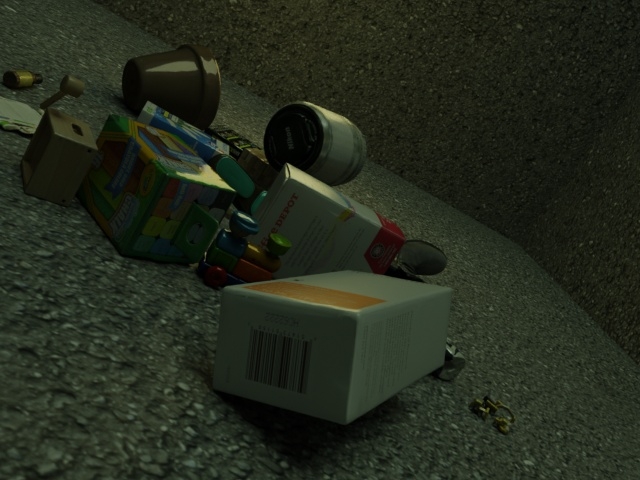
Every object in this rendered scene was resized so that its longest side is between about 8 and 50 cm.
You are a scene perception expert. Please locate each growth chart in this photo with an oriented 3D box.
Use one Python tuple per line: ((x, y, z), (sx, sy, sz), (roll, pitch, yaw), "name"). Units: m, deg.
((-0.655, -0.267, 1.505), (0.237, 0.021, 0.172), (14, 25, -49), "growth chart")

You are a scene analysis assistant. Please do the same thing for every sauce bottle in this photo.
((-0.718, -0.392, 1.718), (0.042, 0.042, 0.128), (33, 16, 2), "sauce bottle")

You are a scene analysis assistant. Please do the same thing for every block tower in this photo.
((-0.094, -0.144, 2.086), (0.335, 0.091, 0.097), (36, 17, 10), "block tower")

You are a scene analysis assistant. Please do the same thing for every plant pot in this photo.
((-0.460, -0.458, 2.118), (0.229, 0.263, 0.263), (-7, 39, -37), "plant pot")

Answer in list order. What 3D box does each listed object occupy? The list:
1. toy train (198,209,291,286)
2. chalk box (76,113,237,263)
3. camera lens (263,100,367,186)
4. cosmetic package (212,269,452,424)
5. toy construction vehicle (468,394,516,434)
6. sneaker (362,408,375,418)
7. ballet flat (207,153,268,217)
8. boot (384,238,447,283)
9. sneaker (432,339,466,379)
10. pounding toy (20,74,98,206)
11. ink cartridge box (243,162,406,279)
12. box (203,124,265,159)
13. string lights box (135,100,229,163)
((-0.101, 0.051, 1.392), (0.248, 0.143, 0.105), (27, 17, -18), "toy train")
((-0.299, -0.076, 1.327), (0.179, 0.180, 0.289), (12, 24, -51), "chalk box")
((-0.015, -0.272, 2.049), (0.219, 0.219, 0.274), (41, 17, 26), "camera lens")
((0.045, 0.154, 1.186), (0.230, 0.161, 0.453), (8, 4, 25), "cosmetic package")
((0.380, 0.374, 1.549), (0.098, 0.035, 0.086), (37, 17, 16), "toy construction vehicle")
((0.044, 0.254, 1.223), (0.135, 0.058, 0.052), (26, 17, -19), "sneaker")
((-0.179, -0.106, 1.755), (0.280, 0.095, 0.096), (51, -25, -23), "ballet flat")
((0.259, 0.087, 2.076), (0.338, 0.118, 0.222), (12, 26, -25), "boot")
((0.212, 0.219, 1.587), (0.235, 0.094, 0.153), (20, 19, -38), "sneaker")
((-0.469, -0.199, 1.315), (0.094, 0.206, 0.181), (21, 19, -36), "pounding toy")
((0.000, 0.000, 1.589), (0.306, 0.226, 0.131), (29, 16, -15), "ink cartridge box")
((-0.278, -0.314, 2.328), (0.184, 0.045, 0.190), (36, 15, 2), "box")
((-0.383, -0.278, 1.954), (0.260, 0.076, 0.133), (28, 15, -17), "string lights box")
